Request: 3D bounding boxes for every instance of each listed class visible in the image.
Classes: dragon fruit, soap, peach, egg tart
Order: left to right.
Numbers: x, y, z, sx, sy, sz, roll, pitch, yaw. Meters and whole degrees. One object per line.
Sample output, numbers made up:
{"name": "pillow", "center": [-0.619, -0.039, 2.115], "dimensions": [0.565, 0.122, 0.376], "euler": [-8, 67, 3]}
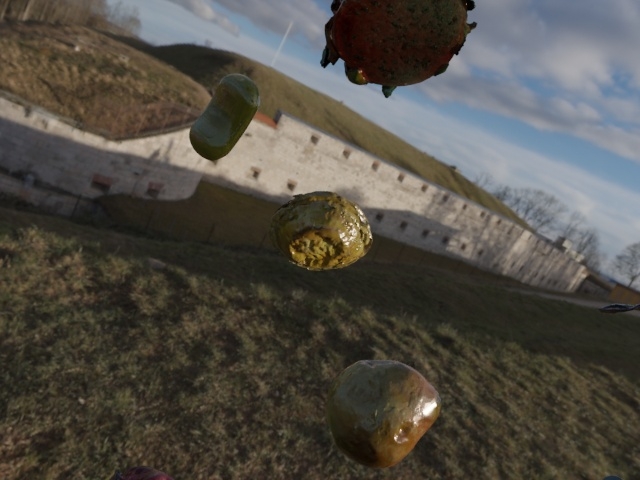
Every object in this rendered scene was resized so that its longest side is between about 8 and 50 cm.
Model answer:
{"name": "soap", "center": [-0.147, -0.189, 0.782], "dimensions": [0.089, 0.140, 0.045], "euler": [43, 12, 33]}
{"name": "egg tart", "center": [0.000, 0.000, 0.617], "dimensions": [0.129, 0.128, 0.049], "euler": [25, 38, -15]}
{"name": "peach", "center": [0.130, 0.350, 1.049], "dimensions": [0.214, 0.236, 0.214], "euler": [59, 17, -31]}
{"name": "dragon fruit", "center": [0.060, -0.213, 0.482], "dimensions": [0.175, 0.142, 0.138], "euler": [-111, 179, -55]}

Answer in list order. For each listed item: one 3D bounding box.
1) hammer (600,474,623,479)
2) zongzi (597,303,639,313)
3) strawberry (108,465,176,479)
{"name": "hammer", "center": [0.403, 0.274, 0.444], "dimensions": [0.288, 0.033, 0.111], "euler": [4, -34, 31]}
{"name": "zongzi", "center": [0.536, -0.146, 0.625], "dimensions": [0.218, 0.500, 0.466], "euler": [-14, 76, -51]}
{"name": "strawberry", "center": [-0.387, 0.693, 1.133], "dimensions": [0.345, 0.317, 0.295], "euler": [43, 10, -10]}
